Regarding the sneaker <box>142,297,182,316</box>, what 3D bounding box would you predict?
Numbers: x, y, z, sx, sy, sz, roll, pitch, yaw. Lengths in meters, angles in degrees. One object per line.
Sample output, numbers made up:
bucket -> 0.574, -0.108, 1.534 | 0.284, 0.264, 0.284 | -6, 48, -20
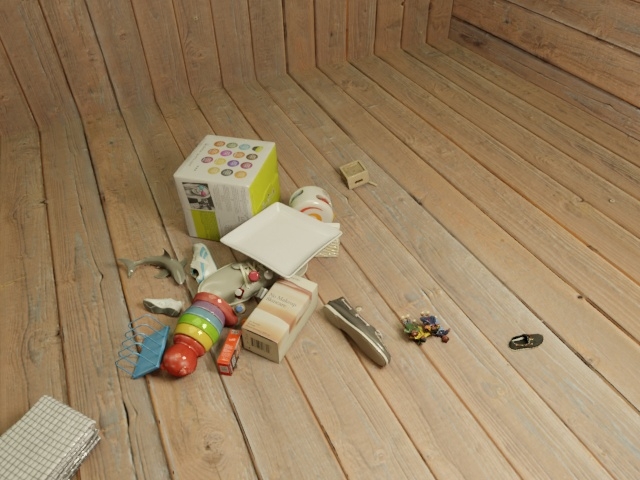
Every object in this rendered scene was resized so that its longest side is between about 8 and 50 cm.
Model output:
sneaker -> -0.597, 0.246, 1.944 | 0.152, 0.054, 0.061 | 13, 34, 7

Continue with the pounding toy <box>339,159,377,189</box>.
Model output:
pounding toy -> 0.186, -0.314, 2.517 | 0.141, 0.100, 0.130 | -22, 44, -6

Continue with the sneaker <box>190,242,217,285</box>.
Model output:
sneaker -> -0.488, 0.092, 2.076 | 0.092, 0.087, 0.229 | -14, 43, -24

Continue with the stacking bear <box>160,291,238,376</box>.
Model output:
stacking bear -> -0.433, 0.335, 1.762 | 0.175, 0.164, 0.289 | 11, 48, 18

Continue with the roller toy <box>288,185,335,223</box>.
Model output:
roller toy -> -0.040, -0.135, 2.237 | 0.209, 0.191, 0.146 | -4, 41, -2

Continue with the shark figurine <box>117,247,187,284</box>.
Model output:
shark figurine -> -0.659, 0.078, 2.086 | 0.278, 0.116, 0.166 | 10, 42, 10

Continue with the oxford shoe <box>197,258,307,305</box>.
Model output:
oxford shoe -> -0.257, 0.128, 1.976 | 0.449, 0.130, 0.169 | -18, 69, -17

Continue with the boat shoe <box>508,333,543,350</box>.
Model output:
boat shoe -> 0.719, 0.348, 1.781 | 0.133, 0.042, 0.049 | -11, 40, -12

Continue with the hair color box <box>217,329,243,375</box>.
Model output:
hair color box -> -0.306, 0.383, 1.758 | 0.043, 0.072, 0.141 | 6, 43, 10

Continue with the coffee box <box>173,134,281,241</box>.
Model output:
coffee box -> -0.384, -0.219, 2.235 | 0.334, 0.338, 0.338 | 9, 43, 12

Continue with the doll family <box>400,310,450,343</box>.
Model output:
doll family -> 0.375, 0.314, 1.809 | 0.193, 0.076, 0.111 | -11, 38, -15

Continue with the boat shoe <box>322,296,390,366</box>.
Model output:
boat shoe -> 0.143, 0.304, 1.801 | 0.095, 0.112, 0.335 | -32, 46, -24

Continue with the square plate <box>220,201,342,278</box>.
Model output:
square plate -> -0.149, -0.003, 1.996 | 0.344, 0.049, 0.347 | 26, 43, 27

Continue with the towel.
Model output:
towel -> -0.811, 0.618, 1.484 | 0.235, 0.121, 0.284 | 15, 46, 21

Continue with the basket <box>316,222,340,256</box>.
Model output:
basket -> 0.000, 0.000, 2.145 | 0.167, 0.113, 0.103 | -1, 44, 2

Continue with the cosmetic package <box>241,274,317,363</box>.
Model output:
cosmetic package -> -0.139, 0.268, 1.833 | 0.153, 0.129, 0.296 | 18, 45, 17

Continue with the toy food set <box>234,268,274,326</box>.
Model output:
toy food set -> -0.248, 0.197, 1.849 | 0.111, 0.104, 0.232 | 28, 80, 0

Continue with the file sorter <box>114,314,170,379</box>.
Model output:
file sorter -> -0.607, 0.357, 1.740 | 0.118, 0.104, 0.170 | -28, 36, 23
